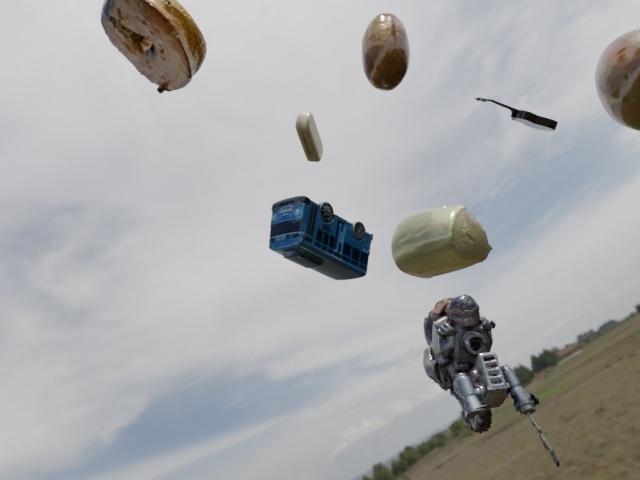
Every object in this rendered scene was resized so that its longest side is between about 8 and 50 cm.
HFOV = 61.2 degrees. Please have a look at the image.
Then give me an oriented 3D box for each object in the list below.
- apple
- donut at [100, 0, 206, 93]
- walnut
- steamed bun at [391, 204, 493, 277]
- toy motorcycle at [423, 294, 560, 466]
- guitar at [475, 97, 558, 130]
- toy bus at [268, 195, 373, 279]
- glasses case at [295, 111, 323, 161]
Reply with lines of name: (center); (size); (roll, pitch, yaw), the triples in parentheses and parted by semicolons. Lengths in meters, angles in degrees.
apple: (0.822, -0.411, 1.365); (0.257, 0.234, 0.256); (-8, -61, -15)
donut: (-0.358, -0.435, 1.161); (0.118, 0.254, 0.253); (-51, -16, -20)
walnut: (0.143, -0.419, 1.187); (0.116, 0.207, 0.115); (0, -23, 0)
steamed bun: (0.308, -0.005, 1.390); (0.226, 0.170, 0.200); (-16, -26, 37)
toy motorcycle: (0.291, 0.245, 1.006); (0.134, 0.400, 0.207); (-3, -50, -11)
guitar: (0.499, -0.327, 1.390); (0.234, 0.088, 0.025); (15, -80, -16)
toy bus: (0.000, 0.000, 0.944); (0.090, 0.106, 0.185); (-10, -28, 44)
glasses case: (-0.036, -0.351, 1.848); (0.050, 0.083, 0.196); (5, -33, 19)
